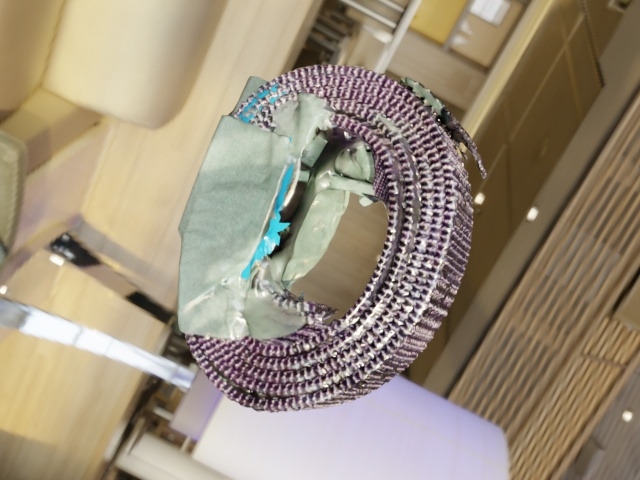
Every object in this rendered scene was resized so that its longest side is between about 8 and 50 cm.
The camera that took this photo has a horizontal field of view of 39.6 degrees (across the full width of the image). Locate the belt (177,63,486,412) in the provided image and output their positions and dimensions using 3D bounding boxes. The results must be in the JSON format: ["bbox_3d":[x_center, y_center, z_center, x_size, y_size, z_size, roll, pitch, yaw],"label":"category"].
[{"bbox_3d":[0.000,0.000,0.820,0.324,0.260,0.122,-68,159,0],"label":"belt"}]
